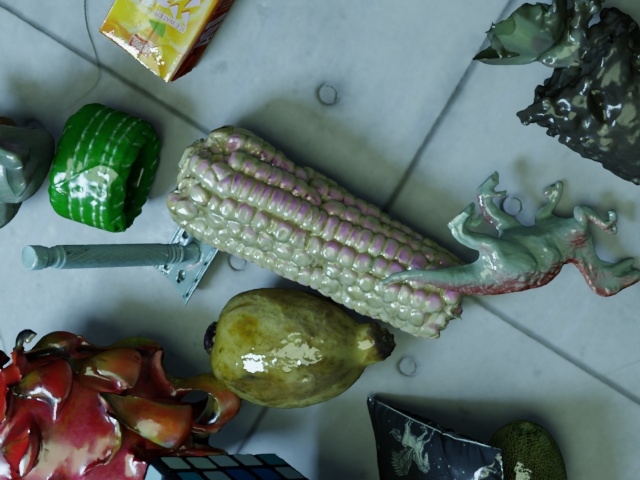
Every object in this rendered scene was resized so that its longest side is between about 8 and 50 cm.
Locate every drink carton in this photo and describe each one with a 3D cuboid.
[{"bbox_3d":[-0.125,-0.278,1.183,0.096,0.071,0.223,36,116,2],"label":"drink carton"}]

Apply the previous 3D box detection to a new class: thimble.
[{"bbox_3d":[-0.232,-0.075,1.266,0.090,0.118,0.130,17,132,7],"label":"thimble"}]

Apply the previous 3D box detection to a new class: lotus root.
[{"bbox_3d":[-0.026,0.113,1.254,0.214,0.138,0.138,-8,107,31],"label":"lotus root"}]

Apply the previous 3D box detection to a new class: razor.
[{"bbox_3d":[-0.210,0.013,1.236,0.068,0.232,0.106,48,118,30],"label":"razor"}]

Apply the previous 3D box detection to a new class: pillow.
[{"bbox_3d":[0.124,0.253,1.260,0.208,0.055,0.141,13,118,54],"label":"pillow"}]

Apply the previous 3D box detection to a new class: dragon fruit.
[{"bbox_3d":[-0.252,0.216,1.313,0.307,0.243,0.227,-23,63,27],"label":"dragon fruit"}]

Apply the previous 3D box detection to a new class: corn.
[{"bbox_3d":[0.001,-0.002,1.223,0.335,0.126,0.126,29,115,1],"label":"corn"}]

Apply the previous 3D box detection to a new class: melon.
[{"bbox_3d":[0.215,0.268,1.261,0.099,0.099,0.162,4,106,16],"label":"melon"}]

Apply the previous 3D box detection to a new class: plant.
[{"bbox_3d":[0.248,-0.152,1.080,0.203,0.131,0.142,35,119,4],"label":"plant"}]

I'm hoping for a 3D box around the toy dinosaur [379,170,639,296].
[{"bbox_3d":[0.183,0.022,1.162,0.242,0.053,0.167,-29,96,-11],"label":"toy dinosaur"}]

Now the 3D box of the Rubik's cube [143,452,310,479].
[{"bbox_3d":[-0.087,0.341,1.230,0.187,0.184,0.182,29,106,47],"label":"Rubik's cube"}]

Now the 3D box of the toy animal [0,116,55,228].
[{"bbox_3d":[-0.341,-0.077,1.255,0.127,0.125,0.251,39,156,-32],"label":"toy animal"}]
